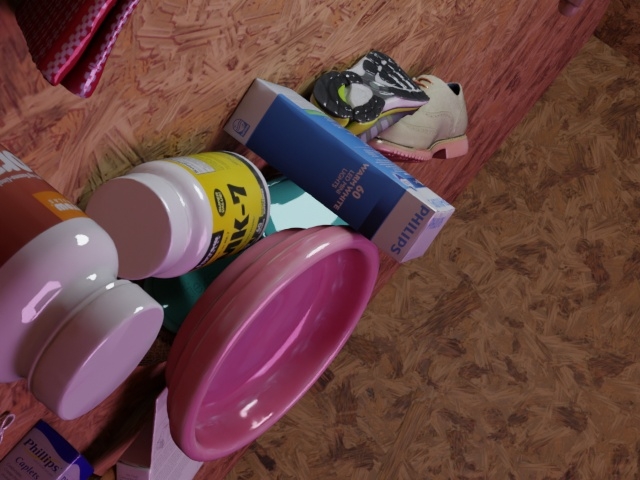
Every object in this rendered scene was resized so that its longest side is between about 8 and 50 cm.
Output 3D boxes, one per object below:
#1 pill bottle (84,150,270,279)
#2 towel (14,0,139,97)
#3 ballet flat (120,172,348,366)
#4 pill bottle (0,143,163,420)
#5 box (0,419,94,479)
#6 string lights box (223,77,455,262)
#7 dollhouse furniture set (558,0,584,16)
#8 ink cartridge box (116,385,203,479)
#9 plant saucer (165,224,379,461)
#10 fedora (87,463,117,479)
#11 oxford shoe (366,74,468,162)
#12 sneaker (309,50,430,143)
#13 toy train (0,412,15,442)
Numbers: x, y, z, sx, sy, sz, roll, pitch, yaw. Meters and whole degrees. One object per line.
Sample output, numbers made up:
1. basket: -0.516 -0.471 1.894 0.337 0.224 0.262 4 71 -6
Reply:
1. pill bottle: -0.144 -0.027 0.995 0.119 0.119 0.208 -57 168 21
2. towel: -0.101 -0.184 0.542 0.199 0.031 0.275 -53 -154 4
3. ballet flat: -0.111 0.029 1.291 0.482 0.164 0.182 -32 179 -45
4. pill bottle: -0.210 0.011 0.611 0.121 0.216 0.121 -50 169 -14
5. box: -0.375 0.319 1.252 0.137 0.072 0.126 -49 168 -20
6. string lights box: 0.026 -0.084 1.133 0.077 0.259 0.133 -55 168 12
7. dollhouse furniture set: 0.109 -0.230 0.653 0.303 0.355 0.174 -49 169 -46
8. ink cartridge box: -0.245 0.299 1.592 0.296 0.066 0.261 -52 150 -66
9. plant saucer: -0.065 0.109 1.139 0.332 0.084 0.332 -42 156 -24
10. fedora: -0.385 0.421 1.497 0.194 0.079 0.194 -58 169 -18
11. oxford shoe: 0.144 -0.211 1.640 0.397 0.140 0.147 -18 113 -62
12. sneaker: 0.052 -0.186 1.370 0.121 0.111 0.300 -48 167 35
13. toy train: -0.391 0.251 1.053 0.125 0.046 0.166 -55 168 12
